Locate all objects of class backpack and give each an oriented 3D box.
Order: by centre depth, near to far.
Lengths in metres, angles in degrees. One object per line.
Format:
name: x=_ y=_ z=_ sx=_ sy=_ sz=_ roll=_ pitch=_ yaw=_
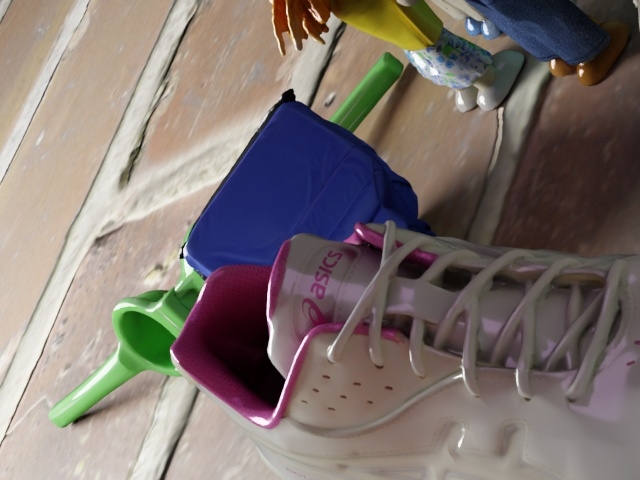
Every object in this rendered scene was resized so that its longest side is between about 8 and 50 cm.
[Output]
backpack: x=0.000 y=0.000 z=0.935 sx=0.098 sy=0.101 sz=0.120 roll=-50 pitch=-9 yaw=4

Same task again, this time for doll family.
doll family: x=0.052 y=-0.129 z=0.918 sx=0.263 sy=0.163 sz=0.118 roll=-2 pitch=57 yaw=62

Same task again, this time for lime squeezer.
lime squeezer: x=-0.071 y=0.020 z=1.096 sx=0.310 sy=0.059 sz=0.110 roll=-47 pitch=25 yaw=22

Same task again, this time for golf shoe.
golf shoe: x=0.057 y=0.048 z=0.709 sx=0.306 sy=0.140 sz=0.115 roll=-18 pitch=41 yaw=53

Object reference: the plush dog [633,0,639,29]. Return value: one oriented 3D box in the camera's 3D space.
plush dog: x=0.201 y=-0.108 z=0.592 sx=0.211 sy=0.262 sz=0.225 roll=-15 pitch=44 yaw=4
